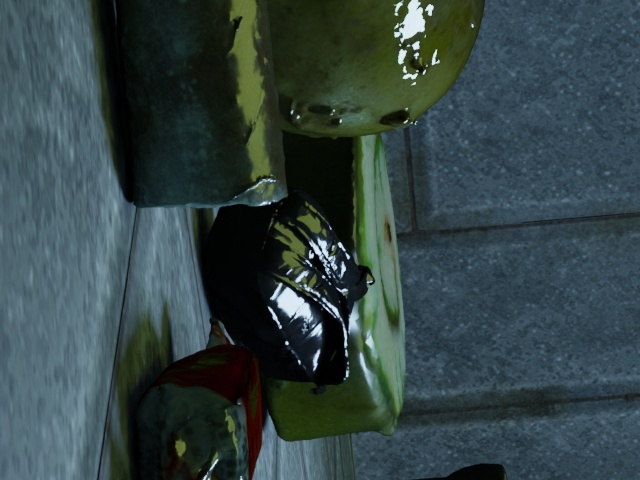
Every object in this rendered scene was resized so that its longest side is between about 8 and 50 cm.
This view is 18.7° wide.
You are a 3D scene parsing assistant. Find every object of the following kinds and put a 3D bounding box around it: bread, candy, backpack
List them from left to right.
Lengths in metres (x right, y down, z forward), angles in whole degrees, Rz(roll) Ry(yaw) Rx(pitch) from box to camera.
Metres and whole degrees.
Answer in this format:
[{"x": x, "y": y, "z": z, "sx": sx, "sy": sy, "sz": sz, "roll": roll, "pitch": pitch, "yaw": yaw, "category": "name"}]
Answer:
[{"x": -0.065, "y": 0.105, "z": 1.084, "sx": 0.292, "sy": 0.059, "sz": 0.086, "roll": -74, "pitch": 162, "yaw": -81, "category": "candy"}, {"x": -0.032, "y": 0.027, "z": 1.476, "sx": 0.165, "sy": 0.106, "sz": 0.120, "roll": 59, "pitch": 43, "yaw": -45, "category": "backpack"}, {"x": 0.000, "y": 0.000, "z": 1.869, "sx": 0.366, "sy": 0.129, "sz": 0.381, "roll": 55, "pitch": 31, "yaw": -75, "category": "bread"}]

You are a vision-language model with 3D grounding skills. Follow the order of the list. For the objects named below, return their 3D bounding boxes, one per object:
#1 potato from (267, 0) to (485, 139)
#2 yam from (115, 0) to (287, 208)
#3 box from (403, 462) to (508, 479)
[{"x": -0.007, "y": -0.215, "z": 1.328, "sx": 0.359, "sy": 0.219, "sz": 0.269, "roll": 59, "pitch": 16, "yaw": -69, "category": "potato"}, {"x": -0.072, "y": -0.140, "z": 1.051, "sx": 0.093, "sy": 0.093, "sz": 0.259, "roll": -85, "pitch": 169, "yaw": -76, "category": "yam"}, {"x": 0.041, "y": 0.362, "z": 1.330, "sx": 0.251, "sy": 0.205, "sz": 0.345, "roll": 81, "pitch": 5, "yaw": -65, "category": "box"}]
